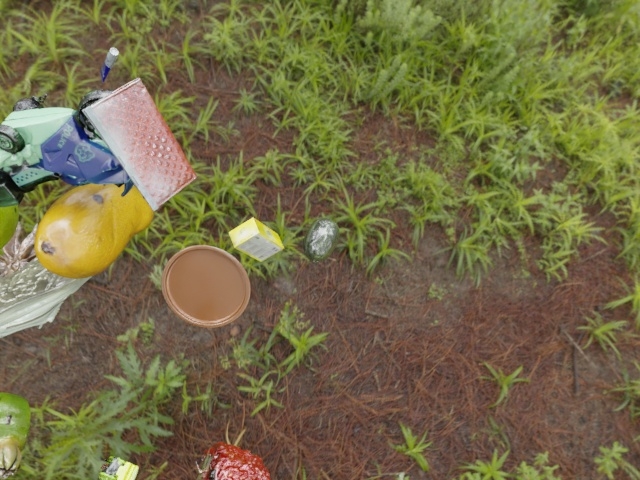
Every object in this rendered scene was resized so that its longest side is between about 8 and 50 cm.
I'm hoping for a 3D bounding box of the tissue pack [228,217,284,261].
[{"bbox_3d":[-0.200,0.000,1.588,0.095,0.176,0.062,-30,63,12],"label":"tissue pack"}]

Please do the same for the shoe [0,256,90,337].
[{"bbox_3d":[-0.650,0.132,1.168,0.316,0.159,0.124,-27,57,-28],"label":"shoe"}]

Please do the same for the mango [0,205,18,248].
[{"bbox_3d":[-0.740,-0.112,1.050,0.143,0.175,0.293,-8,97,26],"label":"mango"}]

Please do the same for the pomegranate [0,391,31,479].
[{"bbox_3d":[-0.878,0.525,1.319,0.159,0.190,0.241,18,43,-52],"label":"pomegranate"}]

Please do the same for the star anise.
[{"bbox_3d":[-0.874,0.092,1.500,0.349,0.109,0.292,7,82,23],"label":"star anise"}]

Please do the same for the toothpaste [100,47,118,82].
[{"bbox_3d":[-0.364,-0.300,0.861,0.015,0.083,0.024,-9,81,-39],"label":"toothpaste"}]

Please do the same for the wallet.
[{"bbox_3d":[-0.287,-0.154,0.824,0.103,0.196,0.020,-42,40,-21],"label":"wallet"}]

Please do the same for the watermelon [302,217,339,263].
[{"bbox_3d":[0.000,0.000,1.134,0.078,0.078,0.110,25,69,7],"label":"watermelon"}]

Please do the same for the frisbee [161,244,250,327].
[{"bbox_3d":[-0.318,0.129,1.397,0.251,0.251,0.021,11,18,-3],"label":"frisbee"}]

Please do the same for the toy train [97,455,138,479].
[{"bbox_3d":[-0.476,0.548,1.178,0.085,0.249,0.053,30,56,-9],"label":"toy train"}]

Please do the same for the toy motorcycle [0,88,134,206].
[{"bbox_3d":[-0.452,-0.151,0.885,0.331,0.196,0.125,-12,44,10],"label":"toy motorcycle"}]

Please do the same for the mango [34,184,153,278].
[{"bbox_3d":[-0.462,-0.032,1.036,0.120,0.177,0.295,4,27,12],"label":"mango"}]

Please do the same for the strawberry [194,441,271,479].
[{"bbox_3d":[-0.229,0.687,1.332,0.258,0.261,0.261,18,56,-9],"label":"strawberry"}]
